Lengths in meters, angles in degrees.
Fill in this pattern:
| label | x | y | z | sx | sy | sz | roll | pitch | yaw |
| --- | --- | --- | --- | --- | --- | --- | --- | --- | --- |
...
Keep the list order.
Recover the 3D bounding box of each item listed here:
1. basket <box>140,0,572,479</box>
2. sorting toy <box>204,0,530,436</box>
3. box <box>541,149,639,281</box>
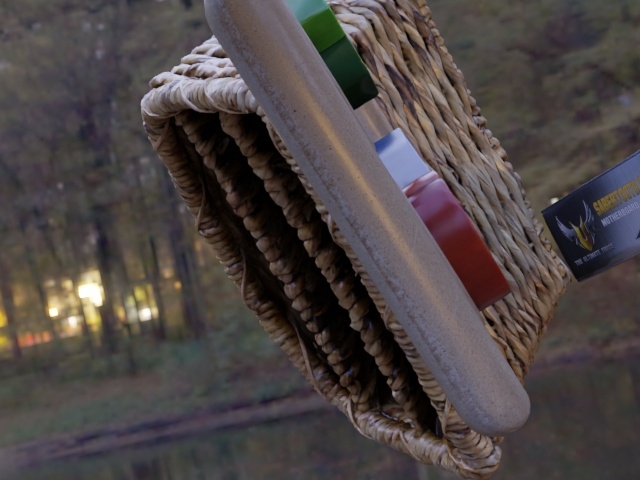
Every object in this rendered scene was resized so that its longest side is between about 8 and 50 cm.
| label | x | y | z | sx | sy | sz | roll | pitch | yaw |
| --- | --- | --- | --- | --- | --- | --- | --- | --- | --- |
| basket | 0.000 | 0.000 | 0.882 | 0.213 | 0.299 | 0.223 | -17 | 24 | 34 |
| sorting toy | -0.001 | -0.082 | 0.562 | 0.041 | 0.307 | 0.229 | -31 | 14 | 8 |
| box | 0.263 | -0.057 | 0.782 | 0.183 | 0.056 | 0.231 | -25 | -6 | -20 |
